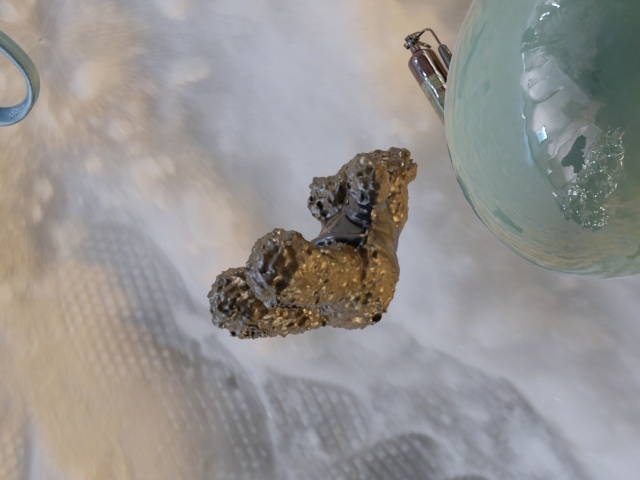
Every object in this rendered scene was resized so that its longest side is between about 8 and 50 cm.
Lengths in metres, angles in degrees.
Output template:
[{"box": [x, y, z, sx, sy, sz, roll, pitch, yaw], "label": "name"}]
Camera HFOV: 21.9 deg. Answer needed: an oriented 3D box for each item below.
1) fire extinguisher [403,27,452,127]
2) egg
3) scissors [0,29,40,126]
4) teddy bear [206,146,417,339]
[{"box": [0.116, -0.130, 1.479, 0.035, 0.049, 0.173, -22, 63, -14], "label": "fire extinguisher"}, {"box": [0.149, -0.076, 0.857, 0.168, 0.231, 0.168, 1, 55, -2], "label": "egg"}, {"box": [-0.314, -0.187, 1.237, 0.125, 0.030, 0.256, -18, 116, 22], "label": "scissors"}, {"box": [0.013, 0.016, 1.458, 0.129, 0.182, 0.251, 47, 48, -5], "label": "teddy bear"}]
